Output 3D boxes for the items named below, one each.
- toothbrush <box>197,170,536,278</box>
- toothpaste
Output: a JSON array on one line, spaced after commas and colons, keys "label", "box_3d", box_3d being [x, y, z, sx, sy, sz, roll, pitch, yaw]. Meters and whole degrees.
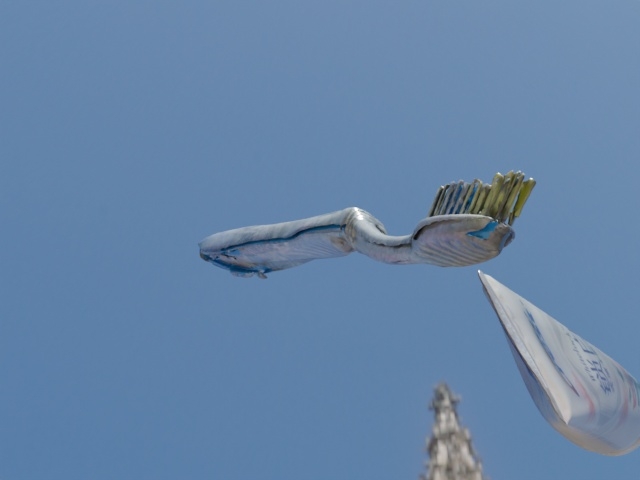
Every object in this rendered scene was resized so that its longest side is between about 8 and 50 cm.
[{"label": "toothbrush", "box_3d": [0.000, 0.000, 0.802, 0.035, 0.413, 0.042, 33, -106, -19]}, {"label": "toothpaste", "box_3d": [0.165, 0.095, 0.928, 0.066, 0.323, 0.100, -31, -112, 11]}]
